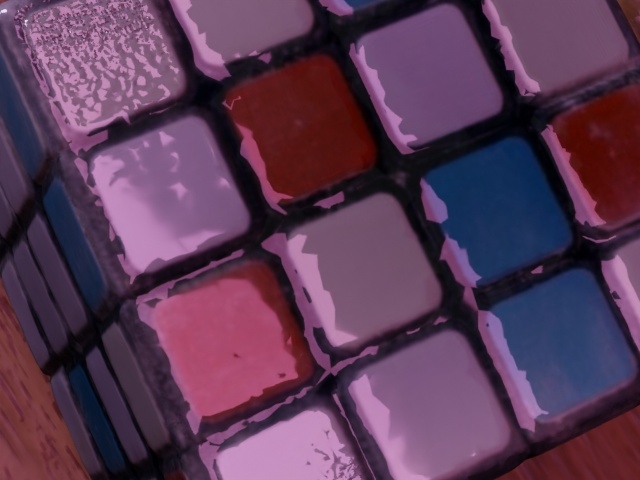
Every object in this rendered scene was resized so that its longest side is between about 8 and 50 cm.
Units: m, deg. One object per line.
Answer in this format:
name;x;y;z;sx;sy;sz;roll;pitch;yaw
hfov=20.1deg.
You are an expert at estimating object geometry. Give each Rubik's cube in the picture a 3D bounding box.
Rubik's cube;0.001;0.001;0.821;0.253;0.259;0.256;-23;84;-20

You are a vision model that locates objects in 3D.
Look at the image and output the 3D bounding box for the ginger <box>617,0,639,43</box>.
ginger;0.232;-0.048;0.986;0.236;0.166;0.376;-39;116;-53
